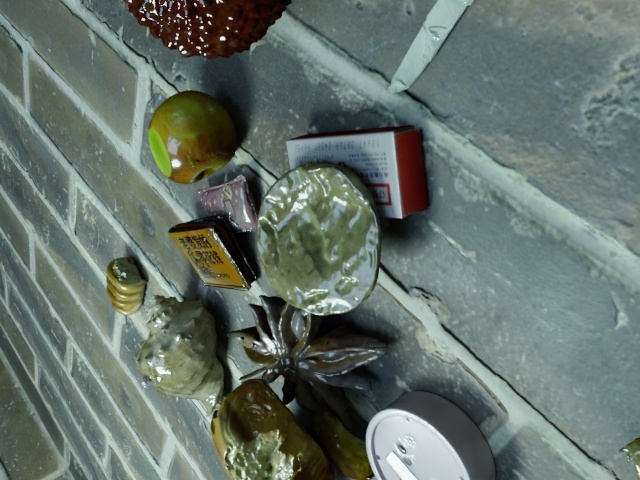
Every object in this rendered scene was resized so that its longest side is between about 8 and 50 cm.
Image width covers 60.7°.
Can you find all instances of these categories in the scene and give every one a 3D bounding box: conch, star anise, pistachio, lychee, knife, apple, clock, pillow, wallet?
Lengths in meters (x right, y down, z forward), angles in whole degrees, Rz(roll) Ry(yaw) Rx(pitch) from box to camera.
[{"bbox_3d":[-0.336,0.271,1.277,0.263,0.186,0.324,-162,63,-66],"label":"conch"},{"bbox_3d":[-0.036,0.197,0.971,0.292,0.109,0.350,34,130,25],"label":"star anise"},{"bbox_3d":[0.045,0.371,0.956,0.089,0.049,0.173,-20,117,32],"label":"pistachio"},{"bbox_3d":[-0.154,-0.405,0.753,0.264,0.264,0.300,34,110,33],"label":"lychee"},{"bbox_3d":[0.158,-0.283,0.650,0.047,0.017,0.298,55,140,19],"label":"knife"},{"bbox_3d":[-0.234,-0.190,1.000,0.147,0.146,0.163,60,153,-1],"label":"apple"},{"bbox_3d":[0.165,0.337,0.843,0.197,0.068,0.197,20,119,41],"label":"clock"},{"bbox_3d":[-0.176,-0.063,1.068,0.185,0.043,0.118,-5,108,50],"label":"pillow"},{"bbox_3d":[-0.226,0.030,1.123,0.195,0.042,0.161,-3,120,47],"label":"wallet"}]

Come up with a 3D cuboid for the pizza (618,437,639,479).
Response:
[{"bbox_3d":[0.439,0.331,0.562,0.292,0.058,0.197,38,130,33],"label":"pizza"}]

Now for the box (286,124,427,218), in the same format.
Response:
[{"bbox_3d":[0.047,-0.101,0.811,0.229,0.050,0.123,5,110,45],"label":"box"}]

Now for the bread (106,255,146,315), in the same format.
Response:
[{"bbox_3d":[-0.533,0.128,1.487,0.119,0.084,0.177,45,137,26],"label":"bread"}]

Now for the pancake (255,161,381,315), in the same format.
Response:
[{"bbox_3d":[0.000,0.000,0.816,0.242,0.050,0.242,9,104,39],"label":"pancake"}]

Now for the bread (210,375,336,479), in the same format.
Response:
[{"bbox_3d":[-0.085,0.387,0.971,0.195,0.149,0.344,40,161,32],"label":"bread"}]
